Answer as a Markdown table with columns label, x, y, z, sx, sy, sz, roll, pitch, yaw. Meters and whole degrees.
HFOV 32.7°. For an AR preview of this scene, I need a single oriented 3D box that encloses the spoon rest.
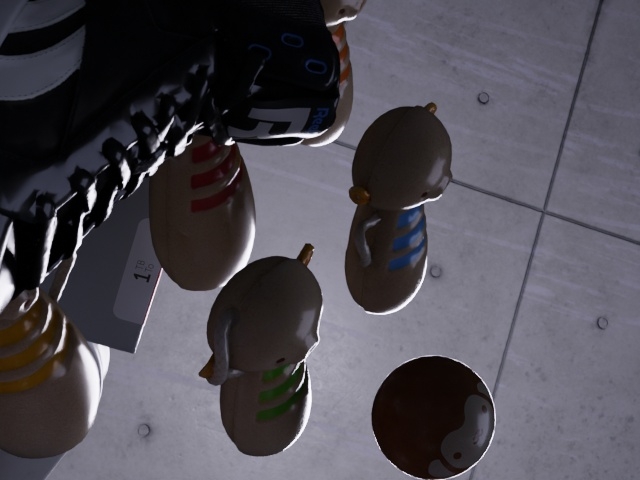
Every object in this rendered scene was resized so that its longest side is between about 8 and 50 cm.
| label | x | y | z | sx | sy | sz | roll | pitch | yaw |
| --- | --- | --- | --- | --- | --- | --- | --- | --- | --- |
| spoon rest | -0.234 | 0.157 | 0.897 | 0.137 | 0.084 | 0.276 | -88 | -163 | -58 |

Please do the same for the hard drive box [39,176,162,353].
| label | x | y | z | sx | sy | sz | roll | pitch | yaw |
| --- | --- | --- | --- | --- | --- | --- | --- | --- | --- |
| hard drive box | -0.114 | -0.078 | 0.655 | 0.232 | 0.089 | 0.181 | -87 | -163 | -59 |

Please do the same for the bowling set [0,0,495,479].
| label | x | y | z | sx | sy | sz | roll | pitch | yaw |
| --- | --- | --- | --- | --- | --- | --- | --- | --- | --- |
| bowling set | 0.000 | 0.000 | 0.463 | 0.287 | 0.200 | 0.154 | -54 | 162 | -29 |

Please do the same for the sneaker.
| label | x | y | z | sx | sy | sz | roll | pitch | yaw |
| --- | --- | --- | --- | --- | --- | --- | --- | --- | --- |
| sneaker | -0.056 | -0.038 | 0.350 | 0.079 | 0.121 | 0.216 | 120 | -16 | -56 |
